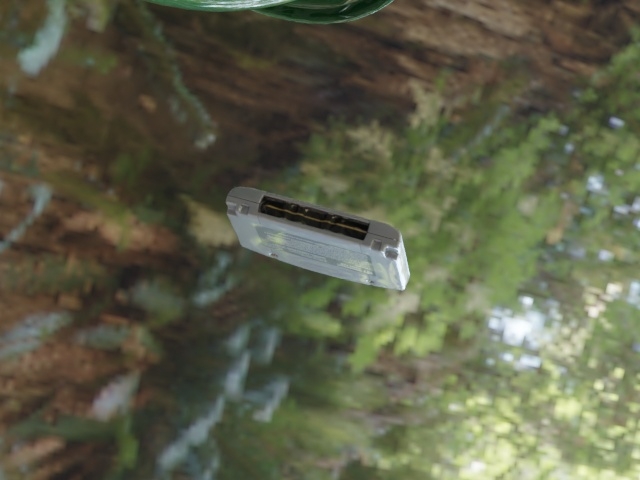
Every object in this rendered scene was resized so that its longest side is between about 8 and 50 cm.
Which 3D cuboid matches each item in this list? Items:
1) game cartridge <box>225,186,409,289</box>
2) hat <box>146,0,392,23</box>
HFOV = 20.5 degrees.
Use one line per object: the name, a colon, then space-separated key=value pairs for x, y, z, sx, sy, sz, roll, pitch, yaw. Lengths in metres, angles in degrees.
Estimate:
game cartridge: x=0.000 y=0.000 z=0.816 sx=0.083 sy=0.056 sz=0.017 roll=16 pitch=-113 yaw=13
hat: x=-0.079 y=-0.111 z=0.729 sx=0.173 sy=0.208 sz=0.183 roll=-7 pitch=-137 yaw=44
